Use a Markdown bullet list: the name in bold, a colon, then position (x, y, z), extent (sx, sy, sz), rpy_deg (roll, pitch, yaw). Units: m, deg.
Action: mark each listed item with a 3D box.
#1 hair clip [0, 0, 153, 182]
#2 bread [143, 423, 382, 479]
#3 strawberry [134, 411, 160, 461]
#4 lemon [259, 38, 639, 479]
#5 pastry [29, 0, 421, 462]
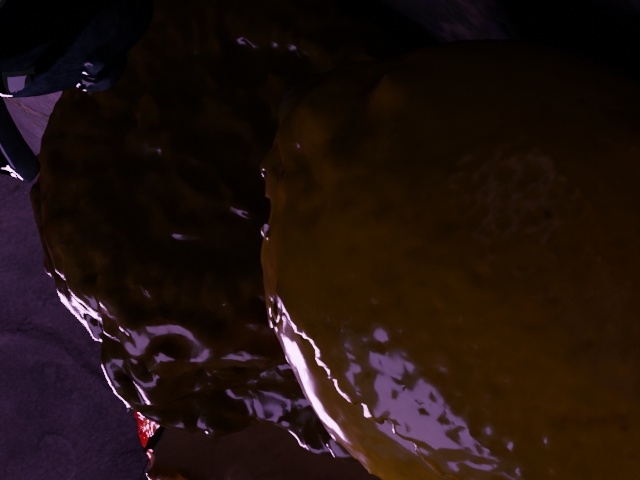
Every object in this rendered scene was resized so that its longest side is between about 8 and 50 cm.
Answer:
- **hair clip**: position (-0.141, -0.160, 0.836), extent (0.194, 0.206, 0.310), rpy_deg (41, 171, -31)
- **bread**: position (0.071, 0.172, 1.414), extent (0.279, 0.207, 0.279), rpy_deg (1, 147, 43)
- **strawberry**: position (-0.068, 0.123, 1.939), extent (0.288, 0.250, 0.239), rpy_deg (88, 171, -49)
- **lemon**: position (0.086, 0.021, 0.815), extent (0.260, 0.204, 0.204), rpy_deg (40, 171, -5)
- **pastry**: position (-0.037, -0.020, 1.009), extent (0.240, 0.235, 0.132), rpy_deg (6, 152, 24)
